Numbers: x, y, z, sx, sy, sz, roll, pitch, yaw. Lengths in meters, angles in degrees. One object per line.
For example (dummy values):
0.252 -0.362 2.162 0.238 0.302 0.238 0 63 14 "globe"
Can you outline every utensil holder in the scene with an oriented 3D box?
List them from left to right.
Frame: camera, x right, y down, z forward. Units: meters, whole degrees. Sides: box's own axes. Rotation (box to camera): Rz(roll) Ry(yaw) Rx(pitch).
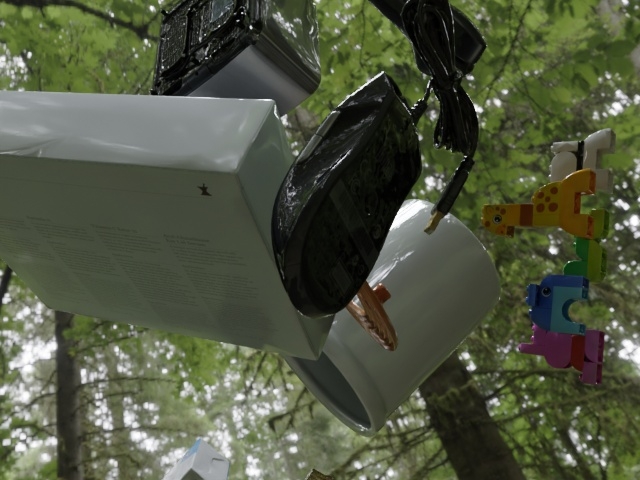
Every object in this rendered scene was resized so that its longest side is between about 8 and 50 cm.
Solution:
0.128 0.143 1.287 0.385 0.328 0.327 -39 -38 -20 "utensil holder"

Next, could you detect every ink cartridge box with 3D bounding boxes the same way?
-0.206 0.368 0.853 0.060 0.104 0.180 42 -89 -6 "ink cartridge box"

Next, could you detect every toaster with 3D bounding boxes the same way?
-0.094 -0.204 0.685 0.168 0.185 0.110 -28 -40 31 "toaster"

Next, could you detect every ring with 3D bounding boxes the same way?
0.000 0.000 0.820 0.032 0.336 0.336 -37 -41 -7 "ring"

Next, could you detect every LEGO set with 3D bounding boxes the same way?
0.197 0.006 0.562 0.093 0.227 0.087 1 -9 38 "LEGO set"

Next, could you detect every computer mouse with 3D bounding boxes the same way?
0.045 -0.044 0.490 0.262 0.060 0.184 -62 -36 -20 "computer mouse"

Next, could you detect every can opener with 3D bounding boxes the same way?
0.093 -0.240 0.660 0.059 0.186 0.073 -28 -19 -53 "can opener"

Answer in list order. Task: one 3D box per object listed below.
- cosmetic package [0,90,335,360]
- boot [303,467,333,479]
-0.191 -0.014 0.655 0.377 0.097 0.284 7 -35 21 "cosmetic package"
0.067 0.303 0.412 0.270 0.089 0.236 22 -75 10 "boot"
